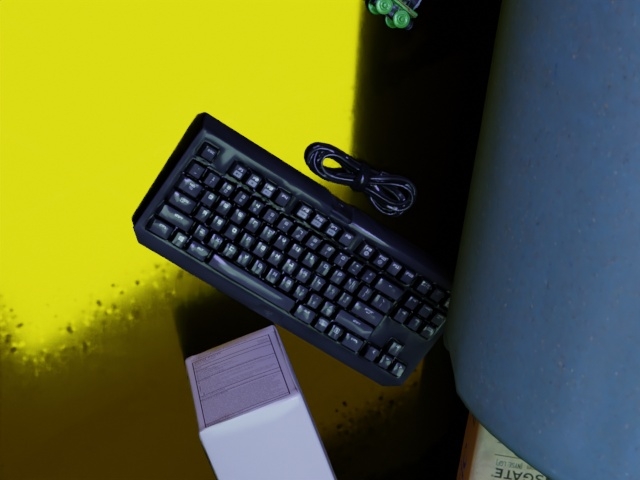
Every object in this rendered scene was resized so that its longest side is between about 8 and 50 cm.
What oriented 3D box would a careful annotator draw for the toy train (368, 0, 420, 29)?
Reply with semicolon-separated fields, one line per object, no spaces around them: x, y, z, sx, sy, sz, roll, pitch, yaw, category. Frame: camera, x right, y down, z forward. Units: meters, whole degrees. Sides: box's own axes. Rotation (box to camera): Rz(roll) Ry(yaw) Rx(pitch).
0.019;-0.140;0.701;0.083;0.017;0.024;35;87;-19;toy train

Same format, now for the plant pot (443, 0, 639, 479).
0.215;-0.062;0.618;0.341;0.341;0.334;7;115;-13;plant pot

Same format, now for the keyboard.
0.000;0.000;0.739;0.180;0.023;0.108;31;99;-19;keyboard

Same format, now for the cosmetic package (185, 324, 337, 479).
-0.006;0.176;0.754;0.060;0.099;0.239;-21;109;-1;cosmetic package

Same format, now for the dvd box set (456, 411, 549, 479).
0.211;0.281;0.812;0.307;0.062;0.420;8;107;1;dvd box set
